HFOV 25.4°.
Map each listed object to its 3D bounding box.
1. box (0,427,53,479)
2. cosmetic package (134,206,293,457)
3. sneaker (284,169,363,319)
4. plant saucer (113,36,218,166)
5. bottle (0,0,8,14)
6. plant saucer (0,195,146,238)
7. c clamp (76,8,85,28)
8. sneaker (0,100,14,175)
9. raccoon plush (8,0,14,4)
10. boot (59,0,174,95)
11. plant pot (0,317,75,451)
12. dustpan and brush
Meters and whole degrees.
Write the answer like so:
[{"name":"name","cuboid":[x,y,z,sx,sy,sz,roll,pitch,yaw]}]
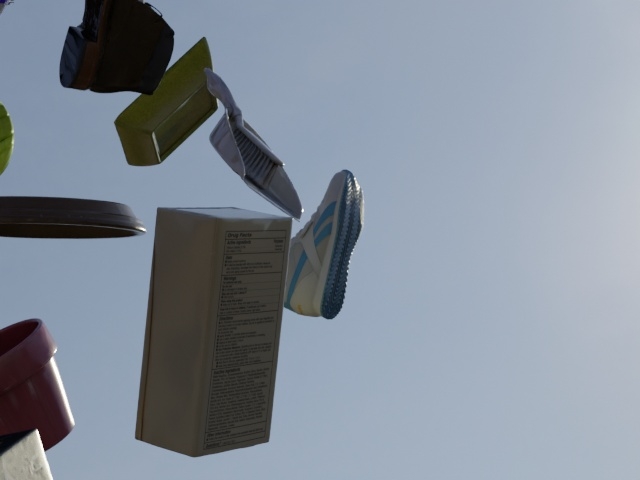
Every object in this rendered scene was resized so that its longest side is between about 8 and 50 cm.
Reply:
[{"name":"box","cuboid":[-0.495,0.392,2.018,0.143,0.165,0.270,-13,6,15]},{"name":"cosmetic package","cuboid":[-0.139,0.114,1.854,0.113,0.309,0.160,9,6,36]},{"name":"sneaker","cuboid":[0.000,0.000,2.089,0.092,0.228,0.087,7,-18,28]},{"name":"plant saucer","cuboid":[-0.219,-0.194,2.138,0.188,0.045,0.188,-45,-12,-13]},{"name":"bottle","cuboid":[-0.338,-0.392,1.614,0.283,0.118,0.092,-58,-10,21]},{"name":"plant saucer","cuboid":[-0.374,-0.030,1.918,0.278,0.041,0.278,1,-3,0]},{"name":"c clamp","cuboid":[-0.302,-0.316,1.923,0.022,0.137,0.160,-10,-45,-34]},{"name":"sneaker","cuboid":[-0.588,-0.197,2.427,0.109,0.295,0.123,-12,-39,-15]},{"name":"raccoon plush","cuboid":[-0.589,-0.390,2.354,0.299,0.446,0.216,-27,-47,-31]},{"name":"boot","cuboid":[-0.202,-0.257,1.549,0.106,0.082,0.219,11,-63,-33]},{"name":"plant pot","cuboid":[-0.494,0.251,2.280,0.201,0.180,0.201,-24,15,7]},{"name":"dustpan and brush","cuboid":[-0.095,-0.127,1.679,0.060,0.211,0.147,-47,-32,5]}]
